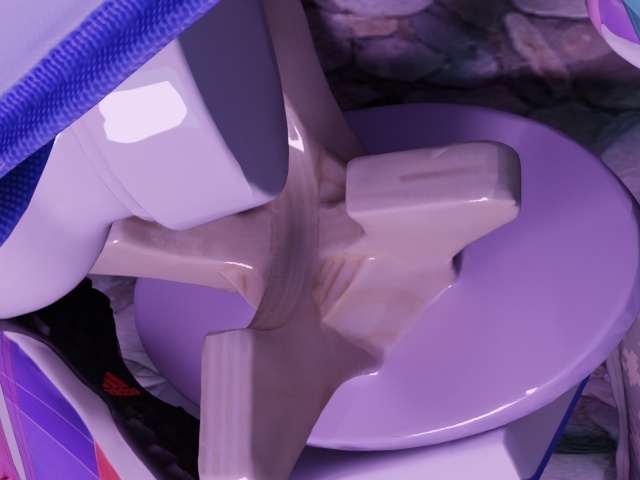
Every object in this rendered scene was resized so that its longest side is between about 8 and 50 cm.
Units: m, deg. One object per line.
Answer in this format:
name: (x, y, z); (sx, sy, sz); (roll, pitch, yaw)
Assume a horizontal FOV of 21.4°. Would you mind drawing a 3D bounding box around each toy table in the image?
toy table: (0.000, 0.000, 0.803); (0.274, 0.252, 0.161); (-19, 158, 22)

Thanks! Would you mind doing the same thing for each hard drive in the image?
hard drive: (0.003, 0.108, 0.988); (0.319, 0.210, 0.040); (-18, 107, 31)

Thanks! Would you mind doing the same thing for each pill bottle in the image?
pill bottle: (-0.212, -0.053, 0.700); (0.363, 0.210, 0.210); (-15, 144, 12)

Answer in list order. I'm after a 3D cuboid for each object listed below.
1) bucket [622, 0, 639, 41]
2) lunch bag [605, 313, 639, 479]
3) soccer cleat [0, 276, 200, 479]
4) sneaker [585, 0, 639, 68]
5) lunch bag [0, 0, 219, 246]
bucket: (0.169, -0.173, 0.453); (0.281, 0.281, 0.183); (-16, 128, 29)
lunch bag: (0.275, 0.129, 0.920); (0.169, 0.235, 0.287); (-29, 146, -6)
soccer cleat: (-0.143, 0.102, 0.913); (0.109, 0.318, 0.116); (10, 118, -56)
sneaker: (0.227, -0.128, 0.695); (0.236, 0.095, 0.104); (-4, 140, 5)
lunch bag: (-0.130, -0.168, 0.450); (0.239, 0.327, 0.385); (30, 139, -27)
